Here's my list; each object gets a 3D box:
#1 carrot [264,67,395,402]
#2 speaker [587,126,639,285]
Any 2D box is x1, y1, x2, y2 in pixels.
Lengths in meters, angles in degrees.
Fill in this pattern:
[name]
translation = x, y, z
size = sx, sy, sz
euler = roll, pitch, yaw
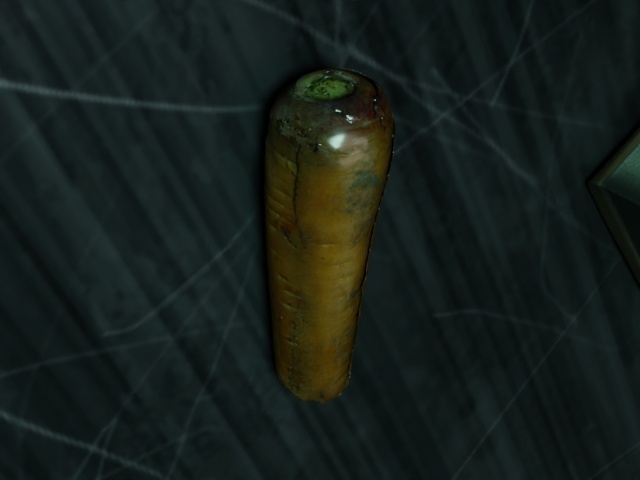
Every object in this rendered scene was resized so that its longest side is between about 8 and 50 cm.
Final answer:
[carrot]
translation = 0.000, 0.000, 0.688
size = 0.055, 0.055, 0.161
euler = -20, 134, -32
[speaker]
translation = 0.292, -0.040, 0.844
size = 0.231, 0.153, 0.192
euler = -46, 135, -10
